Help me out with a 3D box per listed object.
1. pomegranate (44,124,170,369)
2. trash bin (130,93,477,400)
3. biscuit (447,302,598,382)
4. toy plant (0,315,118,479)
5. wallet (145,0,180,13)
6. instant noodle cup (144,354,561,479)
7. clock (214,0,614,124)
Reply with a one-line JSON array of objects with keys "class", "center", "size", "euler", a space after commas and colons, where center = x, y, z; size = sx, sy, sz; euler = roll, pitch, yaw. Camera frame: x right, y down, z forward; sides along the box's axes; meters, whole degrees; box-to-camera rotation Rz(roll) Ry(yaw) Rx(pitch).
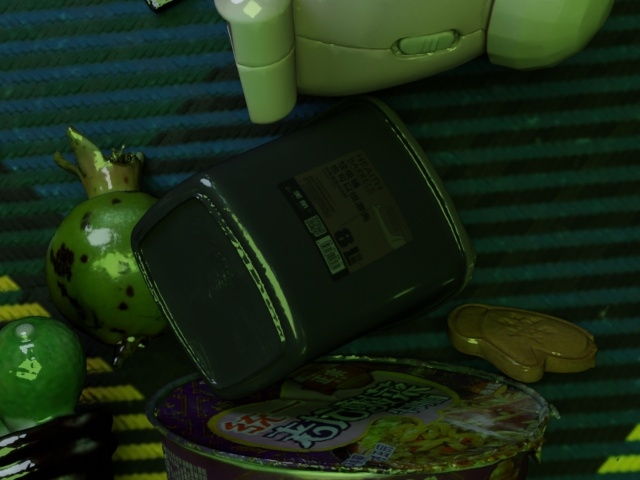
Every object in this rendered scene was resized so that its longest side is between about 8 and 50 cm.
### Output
[{"class": "pomegranate", "center": [-0.197, 0.001, 0.994], "size": [0.156, 0.156, 0.220], "euler": [-37, 71, 2]}, {"class": "trash bin", "center": [0.000, 0.000, 0.933], "size": [0.182, 0.290, 0.209], "euler": [-31, 86, 44]}, {"class": "biscuit", "center": [0.186, 0.092, 0.984], "size": [0.140, 0.118, 0.023], "euler": [8, 113, 1]}, {"class": "toy plant", "center": [-0.286, 0.175, 0.982], "size": [0.218, 0.175, 0.235], "euler": [-23, 82, 33]}, {"class": "wallet", "center": [-0.174, -0.357, 1.061], "size": [0.124, 0.025, 0.244], "euler": [-31, 87, 2]}, {"class": "instant noodle cup", "center": [0.026, 0.259, 0.898], "size": [0.340, 0.340, 0.265], "euler": [0, 96, 3]}, {"class": "clock", "center": [0.062, -0.270, 0.924], "size": [0.326, 0.184, 0.342], "euler": [-15, 61, -1]}]
